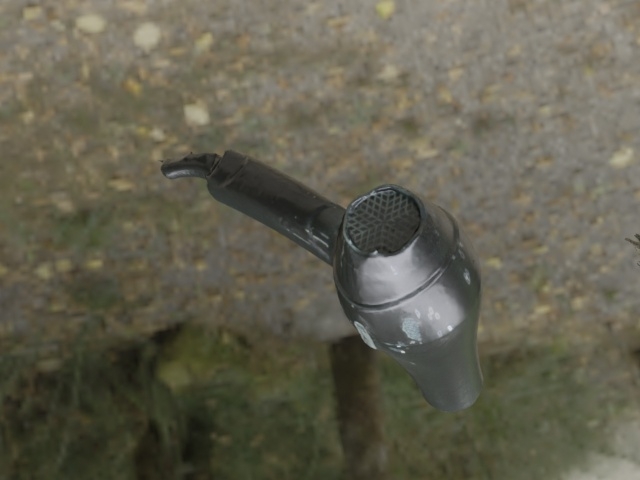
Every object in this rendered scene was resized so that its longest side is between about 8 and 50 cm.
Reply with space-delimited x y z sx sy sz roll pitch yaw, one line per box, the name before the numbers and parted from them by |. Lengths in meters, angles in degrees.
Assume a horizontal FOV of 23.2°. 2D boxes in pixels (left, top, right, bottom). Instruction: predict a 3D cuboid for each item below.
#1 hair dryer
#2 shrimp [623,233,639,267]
hair dryer | 0.000 0.000 1.045 0.091 0.271 0.235 -48 150 -13
shrimp | 0.254 0.033 1.163 0.029 0.092 0.038 -23 134 8
